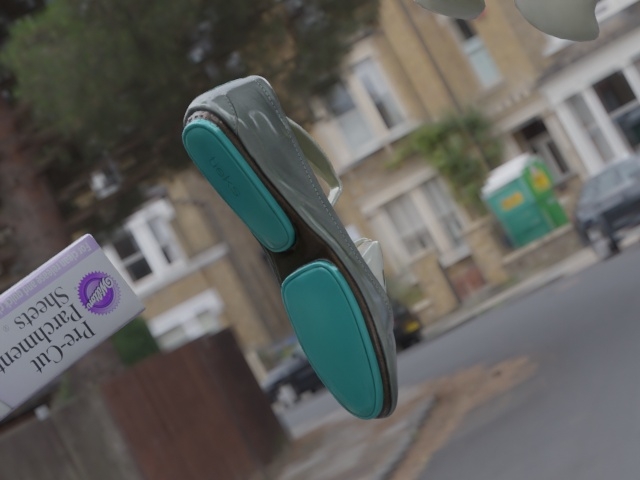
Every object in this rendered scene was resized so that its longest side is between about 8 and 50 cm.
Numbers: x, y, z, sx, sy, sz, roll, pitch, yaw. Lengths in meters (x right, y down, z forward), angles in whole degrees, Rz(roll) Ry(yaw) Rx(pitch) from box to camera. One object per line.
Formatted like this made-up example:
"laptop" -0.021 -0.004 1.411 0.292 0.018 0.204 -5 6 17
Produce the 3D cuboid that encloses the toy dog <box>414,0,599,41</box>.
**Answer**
"toy dog" 0.098 -0.297 0.960 0.408 0.395 0.284 -30 39 -17

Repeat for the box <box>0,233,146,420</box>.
"box" -0.249 0.111 0.992 0.324 0.067 0.063 -38 5 -32

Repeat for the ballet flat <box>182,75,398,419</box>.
"ballet flat" 0.000 0.000 0.942 0.068 0.213 0.072 -36 7 -36
